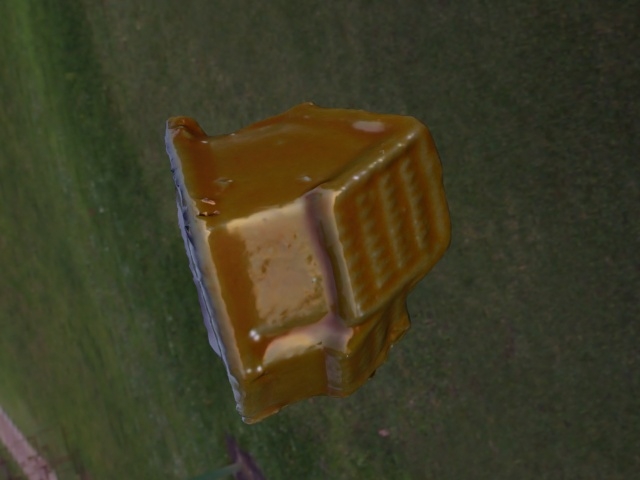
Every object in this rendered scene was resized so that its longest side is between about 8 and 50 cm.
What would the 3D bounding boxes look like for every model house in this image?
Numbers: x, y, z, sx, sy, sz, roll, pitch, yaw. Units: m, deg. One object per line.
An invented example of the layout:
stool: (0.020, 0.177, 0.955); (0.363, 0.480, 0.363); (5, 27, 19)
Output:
model house: (0.001, 0.007, 0.871); (0.173, 0.239, 0.268); (-113, 8, -66)
